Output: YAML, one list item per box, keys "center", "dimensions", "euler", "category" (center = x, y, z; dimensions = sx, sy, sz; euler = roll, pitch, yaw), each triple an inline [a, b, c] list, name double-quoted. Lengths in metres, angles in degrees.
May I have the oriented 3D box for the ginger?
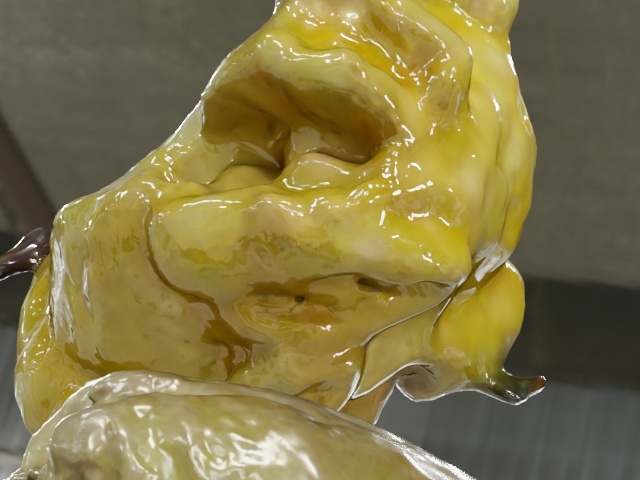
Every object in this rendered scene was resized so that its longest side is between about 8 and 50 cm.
- center: [0.024, 0.118, 0.614]
  dimensions: [0.263, 0.109, 0.116]
  euler: [22, -46, -2]
  category: "ginger"

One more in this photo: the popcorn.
- center: [0.000, 0.000, 1.022]
  dimensions: [0.281, 0.297, 0.316]
  euler: [38, -56, 8]
  category: "popcorn"
